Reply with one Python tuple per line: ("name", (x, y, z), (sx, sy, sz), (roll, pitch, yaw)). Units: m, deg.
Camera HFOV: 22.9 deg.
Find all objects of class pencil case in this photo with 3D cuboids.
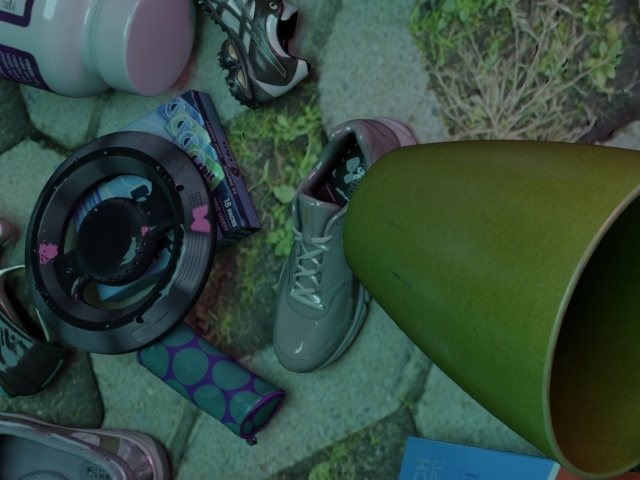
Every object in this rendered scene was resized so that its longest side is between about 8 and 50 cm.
("pencil case", (-0.110, 0.137, 1.580), (0.151, 0.070, 0.064), (34, 98, 23))

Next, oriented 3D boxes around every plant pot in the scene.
("plant pot", (0.167, 0.021, 1.373), (0.293, 0.274, 0.275), (25, 97, 40))

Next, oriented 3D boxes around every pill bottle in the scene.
("pill bottle", (-0.285, -0.242, 1.635), (0.301, 0.169, 0.169), (18, 94, 25))

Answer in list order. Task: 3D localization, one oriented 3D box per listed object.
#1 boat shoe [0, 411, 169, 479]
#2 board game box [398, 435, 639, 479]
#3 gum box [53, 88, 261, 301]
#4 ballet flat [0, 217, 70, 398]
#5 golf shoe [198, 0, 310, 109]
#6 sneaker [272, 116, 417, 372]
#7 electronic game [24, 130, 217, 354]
("boat shoe", (-0.316, 0.242, 1.650), (0.320, 0.103, 0.118), (1, 87, 25))
("board game box", (0.162, 0.348, 1.398), (0.242, 0.064, 0.317), (5, 73, 25))
("gum box", (-0.171, -0.045, 1.637), (0.184, 0.041, 0.157), (-28, 76, 22))
("ballet flat", (-0.357, 0.034, 1.698), (0.096, 0.095, 0.280), (-34, 83, 9))
("golf shoe", (-0.070, -0.235, 1.593), (0.093, 0.077, 0.198), (-21, 85, 11))
("sneaker", (0.000, 0.000, 1.510), (0.099, 0.121, 0.263), (21, 95, 26))
("electronic game", (-0.204, 0.001, 1.598), (0.229, 0.048, 0.229), (-6, 76, 27))
